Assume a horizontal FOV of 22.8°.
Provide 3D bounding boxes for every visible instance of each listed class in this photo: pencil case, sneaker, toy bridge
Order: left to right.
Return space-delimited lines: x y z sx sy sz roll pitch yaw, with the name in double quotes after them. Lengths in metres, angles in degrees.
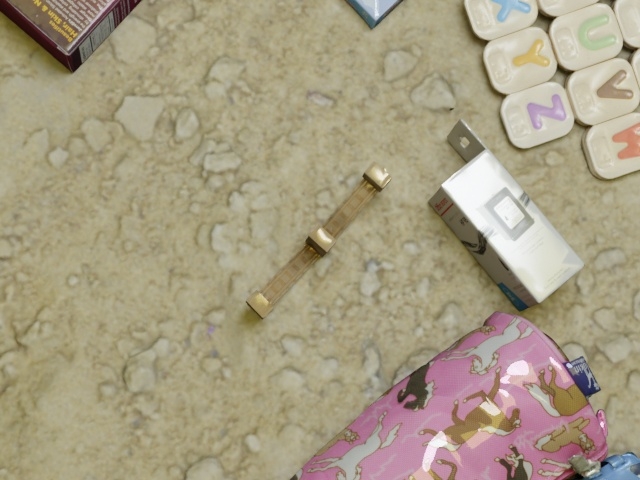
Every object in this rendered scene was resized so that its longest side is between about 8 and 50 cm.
0.000 0.000 1.520 0.026 0.063 0.188 42 83 2 "toy bridge"
0.085 0.236 1.452 0.386 0.167 0.160 -38 119 -8 "pencil case"
0.275 0.231 1.518 0.144 0.053 0.059 2 83 -13 "sneaker"

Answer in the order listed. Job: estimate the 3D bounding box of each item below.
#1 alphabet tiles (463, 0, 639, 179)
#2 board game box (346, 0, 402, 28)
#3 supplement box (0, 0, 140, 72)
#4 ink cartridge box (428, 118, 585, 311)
0.293 -0.212 1.571 0.278 0.021 0.284 -19 93 -7 "alphabet tiles"
0.037 -0.341 1.581 0.160 0.039 0.211 -44 88 -9 "board game box"
-0.217 -0.269 1.531 0.104 0.081 0.188 41 81 1 "supplement box"
0.163 -0.022 1.516 0.060 0.104 0.180 -39 86 -7 "ink cartridge box"
